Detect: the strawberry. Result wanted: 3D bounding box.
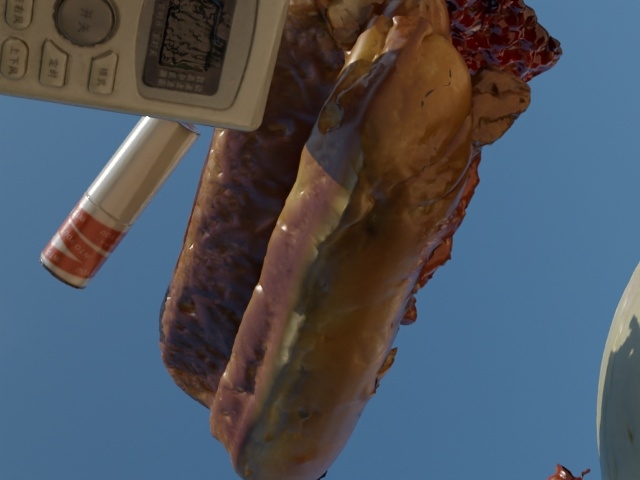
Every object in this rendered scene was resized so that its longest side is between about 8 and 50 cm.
[{"bbox_3d":[0.035,-0.153,0.639,0.236,0.111,0.190,38,-165,-29],"label":"strawberry"}]

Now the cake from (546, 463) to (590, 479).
[{"bbox_3d":[0.063,0.150,0.471,0.086,0.220,0.116,-15,-84,-20],"label":"cake"}]

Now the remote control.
[{"bbox_3d":[-0.109,-0.099,0.456,0.190,0.029,0.087,8,-61,-15],"label":"remote control"}]

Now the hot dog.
[{"bbox_3d":[0.000,0.000,0.609,0.117,0.348,0.158,-15,-128,-33],"label":"hot dog"}]

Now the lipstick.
[{"bbox_3d":[-0.132,-0.030,0.707,0.038,0.038,0.130,32,-79,-36],"label":"lipstick"}]

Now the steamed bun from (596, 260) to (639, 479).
[{"bbox_3d":[0.318,0.077,0.580,0.233,0.334,0.311,38,-128,-70],"label":"steamed bun"}]
